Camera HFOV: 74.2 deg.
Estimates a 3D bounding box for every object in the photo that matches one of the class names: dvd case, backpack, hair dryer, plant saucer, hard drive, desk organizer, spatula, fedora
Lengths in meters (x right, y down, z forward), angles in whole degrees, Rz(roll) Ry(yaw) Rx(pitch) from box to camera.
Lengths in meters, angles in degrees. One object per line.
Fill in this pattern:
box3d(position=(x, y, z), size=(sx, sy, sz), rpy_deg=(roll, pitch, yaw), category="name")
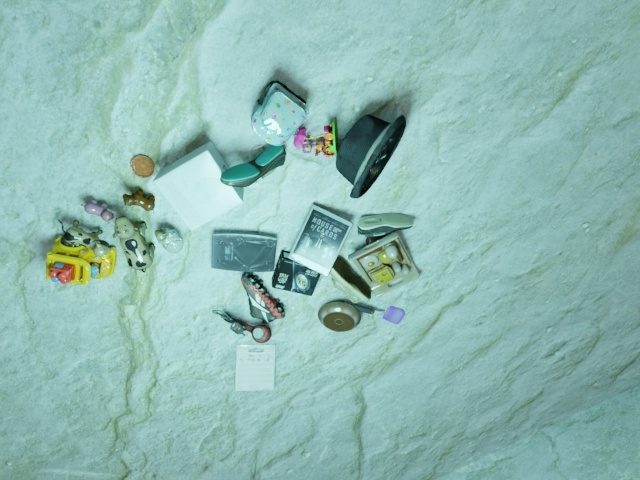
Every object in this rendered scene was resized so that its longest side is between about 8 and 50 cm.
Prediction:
box3d(position=(0.000, 0.000, 1.682), size=(0.179, 0.029, 0.239), rpy_deg=(26, 98, 2), category="dvd case")
box3d(position=(-0.147, -0.420, 1.443), size=(0.165, 0.145, 0.188), rpy_deg=(30, 113, -27), category="backpack")
box3d(position=(-0.309, 0.369, 1.840), size=(0.293, 0.223, 0.080), rpy_deg=(38, 81, -38), category="hair dryer")
box3d(position=(-0.640, -0.267, 1.528), size=(0.083, 0.013, 0.084), rpy_deg=(-4, 118, -7), category="plant saucer")
box3d(position=(-0.308, 0.042, 1.711), size=(0.254, 0.054, 0.172), rpy_deg=(4, 117, -9), category="hard drive")
box3d(position=(0.257, 0.002, 1.766), size=(0.130, 0.050, 0.047), rpy_deg=(-1, 132, -15), category="desk organizer")
box3d(position=(0.258, 0.325, 1.935), size=(0.296, 0.030, 0.084), rpy_deg=(16, 116, -29), category="spatula")
box3d(position=(0.158, -0.319, 1.501), size=(0.152, 0.334, 0.334), rpy_deg=(34, 112, 10), category="fedora")
box3d(position=(0.084, 0.354, 1.903), size=(0.198, 0.036, 0.199), rpy_deg=(4, 132, 4), category="plant saucer")

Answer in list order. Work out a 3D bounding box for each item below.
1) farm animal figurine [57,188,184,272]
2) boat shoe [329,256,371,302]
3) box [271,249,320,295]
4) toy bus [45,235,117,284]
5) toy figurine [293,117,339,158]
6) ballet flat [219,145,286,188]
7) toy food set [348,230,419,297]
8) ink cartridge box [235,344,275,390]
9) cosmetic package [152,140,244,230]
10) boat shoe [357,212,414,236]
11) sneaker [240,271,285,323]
box3d(position=(-0.720, -0.013, 1.543), size=(0.330, 0.172, 0.327), rpy_deg=(-30, 118, 1), category="farm animal figurine")
box3d(position=(0.094, 0.171, 1.806), size=(0.098, 0.109, 0.302), rpy_deg=(-29, 124, 29), category="boat shoe")
box3d(position=(-0.099, 0.138, 1.776), size=(0.179, 0.078, 0.148), rpy_deg=(15, 115, -15), category="box")
box3d(position=(-0.899, 0.095, 1.573), size=(0.220, 0.211, 0.150), rpy_deg=(12, 114, -15), category="toy bus")
box3d(position=(-0.018, -0.354, 1.530), size=(0.159, 0.130, 0.173), rpy_deg=(-1, 143, 8), category="toy figurine")
box3d(position=(-0.225, -0.240, 1.495), size=(0.280, 0.095, 0.096), rpy_deg=(-36, 146, -28), category="ballet flat")
box3d(position=(0.271, 0.111, 1.770), size=(0.219, 0.093, 0.306), rpy_deg=(-27, 133, 10), category="toy food set")
box3d(position=(-0.309, 0.601, 2.019), size=(0.188, 0.066, 0.233), rpy_deg=(2, 96, -8), category="ink cartridge box")
box3d(position=(-0.430, -0.195, 1.523), size=(0.224, 0.138, 0.224), rpy_deg=(-28, 118, 6), category="cosmetic package")
box3d(position=(0.264, -0.059, 1.729), size=(0.232, 0.084, 0.079), rpy_deg=(-6, 136, -6), category="boat shoe")
box3d(position=(-0.269, 0.256, 1.803), size=(0.135, 0.098, 0.276), rpy_deg=(-31, 118, 7), category="sneaker")
